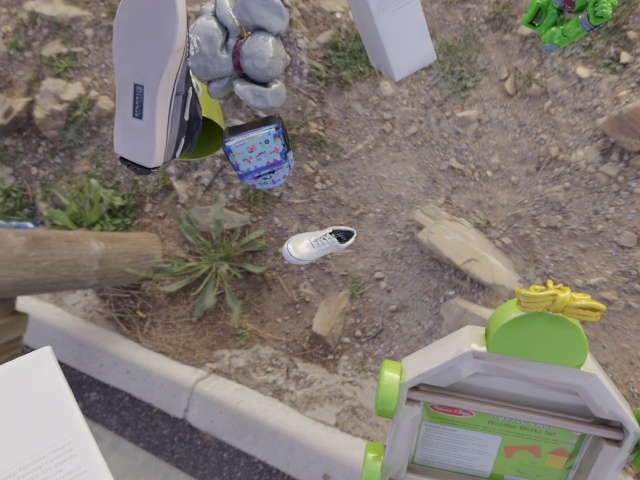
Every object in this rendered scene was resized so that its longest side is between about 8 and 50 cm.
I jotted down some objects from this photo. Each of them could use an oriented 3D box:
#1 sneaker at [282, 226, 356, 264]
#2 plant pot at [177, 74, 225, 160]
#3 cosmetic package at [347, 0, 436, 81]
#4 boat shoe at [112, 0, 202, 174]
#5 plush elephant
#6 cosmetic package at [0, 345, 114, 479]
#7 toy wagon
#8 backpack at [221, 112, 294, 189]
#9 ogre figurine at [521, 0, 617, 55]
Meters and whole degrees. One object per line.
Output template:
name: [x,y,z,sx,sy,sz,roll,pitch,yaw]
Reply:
sneaker: [0.000,0.000,1.496,0.091,0.258,0.094,-41,73,45]
plant pot: [-0.463,-0.470,1.717,0.274,0.275,0.294,-16,66,19]
cosmetic package: [0.189,-0.699,1.510,0.156,0.385,0.217,-31,38,2]
boat shoe: [-0.280,-0.297,0.914,0.127,0.158,0.341,24,116,9]
plush elephant: [-0.183,-0.459,1.229,0.255,0.330,0.272,15,112,2]
cosmetic package: [-0.635,0.498,1.030,0.394,0.327,0.329,57,144,13]
toy wagon: [0.185,0.180,0.497,0.267,0.068,0.345,9,117,7]
backpack: [-0.142,-0.195,1.213,0.158,0.117,0.173,-15,125,2]
ogre figurine: [0.415,-0.402,0.860,0.118,0.096,0.197,-44,55,45]
